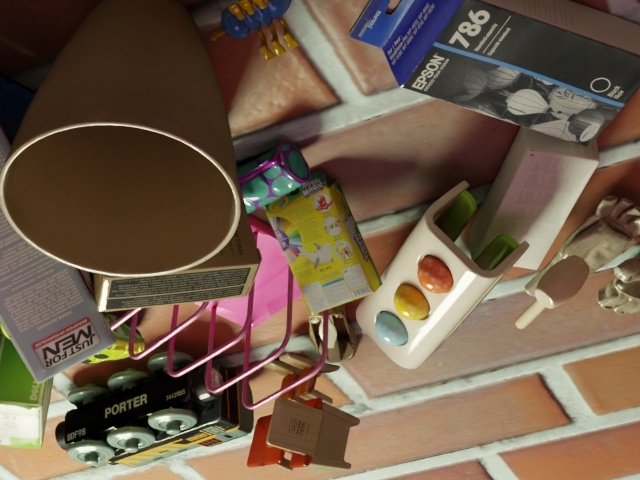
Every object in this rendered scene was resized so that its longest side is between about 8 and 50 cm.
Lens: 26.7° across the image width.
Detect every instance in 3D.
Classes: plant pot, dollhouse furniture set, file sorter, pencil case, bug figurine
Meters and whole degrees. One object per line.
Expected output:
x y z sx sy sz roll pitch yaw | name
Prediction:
-0.209 -0.144 1.511 0.256 0.274 0.256 1 142 1 | plant pot
-0.056 0.297 2.039 0.135 0.262 0.259 19 161 -19 | dollhouse furniture set
-0.150 0.088 1.882 0.290 0.182 0.202 28 135 -31 | file sorter
-0.088 -0.075 1.768 0.151 0.064 0.070 -26 156 29 | pencil case
-0.073 -0.330 1.436 0.216 0.072 0.279 -21 133 17 | bug figurine

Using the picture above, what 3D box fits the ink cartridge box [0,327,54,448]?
-0.442 0.161 1.973 0.097 0.189 0.255 7 141 -7 | ink cartridge box

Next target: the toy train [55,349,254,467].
-0.268 0.288 2.188 0.334 0.142 0.190 -24 146 28 | toy train

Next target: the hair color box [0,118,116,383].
-0.385 -0.034 1.607 0.113 0.185 0.374 -27 123 -9 | hair color box

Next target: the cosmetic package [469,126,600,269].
0.278 -0.058 1.787 0.099 0.060 0.239 7 142 -11 | cosmetic package

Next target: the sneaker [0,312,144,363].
-0.350 0.107 1.971 0.109 0.124 0.295 -11 159 22 | sneaker

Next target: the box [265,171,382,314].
0.000 0.000 1.823 0.105 0.043 0.179 -20 99 25 | box

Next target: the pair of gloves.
0.427 0.025 1.890 0.240 0.042 0.204 11 137 -30 | pair of gloves

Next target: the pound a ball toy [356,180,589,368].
0.186 0.075 1.800 0.208 0.136 0.319 46 146 9 | pound a ball toy

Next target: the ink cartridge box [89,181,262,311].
-0.195 -0.038 1.648 0.193 0.235 0.088 -4 146 -20 | ink cartridge box

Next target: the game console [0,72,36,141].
-0.393 -0.085 1.791 0.293 0.173 0.250 28 103 -31 | game console

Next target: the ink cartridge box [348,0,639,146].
0.213 -0.222 1.578 0.332 0.065 0.165 16 140 -17 | ink cartridge box

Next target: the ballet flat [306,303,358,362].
0.014 0.144 2.045 0.073 0.067 0.206 -8 142 9 | ballet flat
